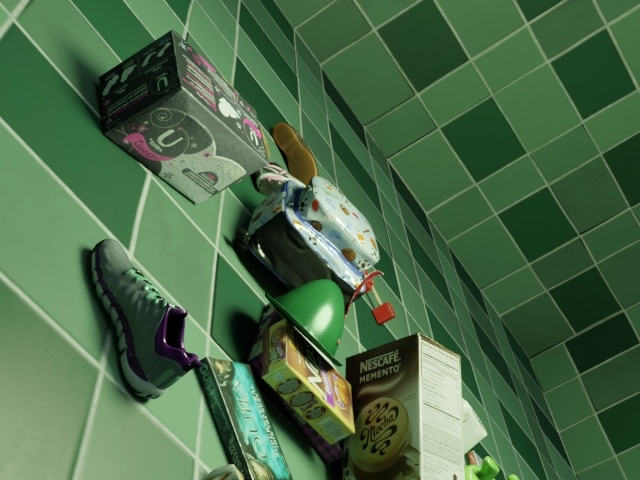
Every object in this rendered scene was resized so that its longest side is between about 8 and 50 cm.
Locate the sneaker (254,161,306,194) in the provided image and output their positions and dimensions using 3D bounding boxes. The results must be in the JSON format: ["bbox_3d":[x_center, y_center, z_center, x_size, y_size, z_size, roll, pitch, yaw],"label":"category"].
[{"bbox_3d":[-0.092,-0.140,1.993,0.077,0.072,0.178,66,15,21],"label":"sneaker"}]

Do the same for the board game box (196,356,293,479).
[{"bbox_3d":[-0.107,0.257,1.260,0.126,0.026,0.186,29,33,-63],"label":"board game box"}]

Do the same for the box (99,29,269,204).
[{"bbox_3d":[-0.227,-0.196,1.489,0.247,0.163,0.142,41,27,-48],"label":"box"}]

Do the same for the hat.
[{"bbox_3d":[0.028,0.083,1.473,0.173,0.183,0.208,47,-7,-20],"label":"hat"}]

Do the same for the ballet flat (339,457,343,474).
[{"bbox_3d":[0.068,0.356,1.540,0.072,0.068,0.213,51,40,-26],"label":"ballet flat"}]

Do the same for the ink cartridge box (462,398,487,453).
[{"bbox_3d":[0.176,0.330,1.632,0.092,0.160,0.219,56,-8,-25],"label":"ink cartridge box"}]

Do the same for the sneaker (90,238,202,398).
[{"bbox_3d":[-0.213,0.082,1.118,0.083,0.098,0.223,28,34,-63],"label":"sneaker"}]

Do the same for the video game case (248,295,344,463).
[{"bbox_3d":[-0.028,0.233,1.529,0.232,0.042,0.210,54,16,-15],"label":"video game case"}]

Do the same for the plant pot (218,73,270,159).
[{"bbox_3d":[-0.194,-0.271,1.996,0.236,0.032,0.236,53,15,-21],"label":"plant pot"}]

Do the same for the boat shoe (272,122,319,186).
[{"bbox_3d":[-0.050,-0.210,2.259,0.073,0.073,0.207,26,36,-61],"label":"boat shoe"}]

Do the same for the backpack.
[{"bbox_3d":[-0.021,-0.004,1.732,0.276,0.213,0.263,50,7,-21],"label":"backpack"}]

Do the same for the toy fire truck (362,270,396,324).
[{"bbox_3d":[0.112,0.106,2.222,0.135,0.047,0.192,38,25,-55],"label":"toy fire truck"}]

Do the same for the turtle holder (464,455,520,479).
[{"bbox_3d":[0.269,0.532,1.555,0.243,0.227,0.320,64,15,22],"label":"turtle holder"}]

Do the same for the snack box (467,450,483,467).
[{"bbox_3d":[0.418,0.622,2.257,0.064,0.022,0.178,46,20,-37],"label":"snack box"}]

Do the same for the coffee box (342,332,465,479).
[{"bbox_3d":[0.133,0.321,1.442,0.119,0.168,0.297,30,49,-36],"label":"coffee box"}]

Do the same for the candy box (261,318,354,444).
[{"bbox_3d":[-0.019,0.224,1.410,0.186,0.053,0.109,47,21,-29],"label":"candy box"}]

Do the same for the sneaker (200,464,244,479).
[{"bbox_3d":[-0.104,0.355,0.993,0.083,0.084,0.214,48,28,-43],"label":"sneaker"}]
